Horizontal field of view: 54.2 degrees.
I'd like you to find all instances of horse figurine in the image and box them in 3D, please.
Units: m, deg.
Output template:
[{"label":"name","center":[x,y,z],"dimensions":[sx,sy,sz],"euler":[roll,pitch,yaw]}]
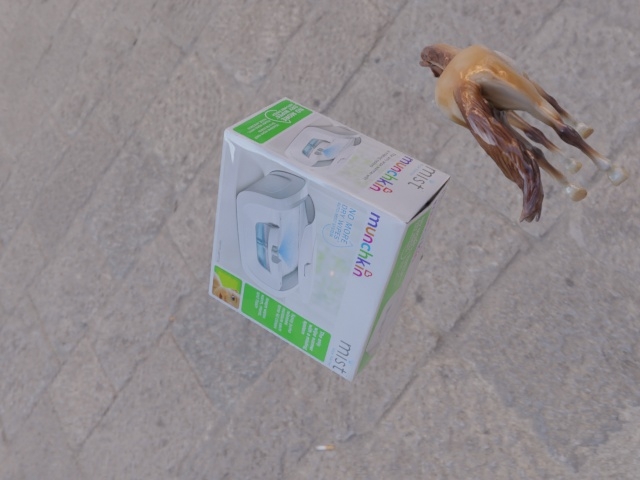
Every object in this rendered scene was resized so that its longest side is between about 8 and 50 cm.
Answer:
[{"label":"horse figurine","center":[0.149,-0.105,0.504],"dimensions":[0.175,0.263,0.066],"euler":[37,117,0]}]

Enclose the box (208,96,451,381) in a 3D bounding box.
[{"label":"box","center":[0.000,0.000,0.760],"dimensions":[0.231,0.127,0.261],"euler":[30,132,18]}]
